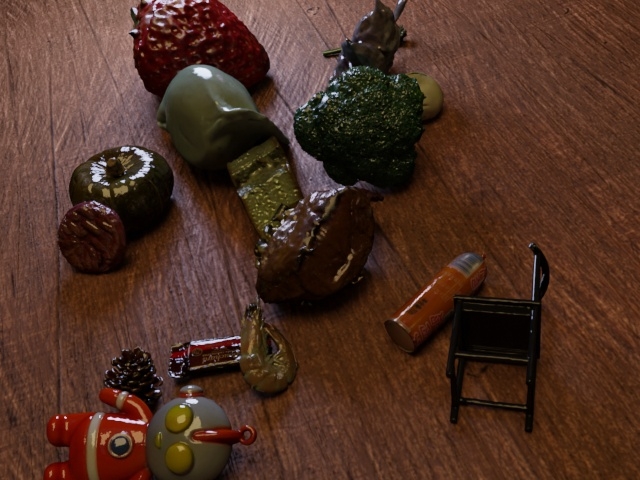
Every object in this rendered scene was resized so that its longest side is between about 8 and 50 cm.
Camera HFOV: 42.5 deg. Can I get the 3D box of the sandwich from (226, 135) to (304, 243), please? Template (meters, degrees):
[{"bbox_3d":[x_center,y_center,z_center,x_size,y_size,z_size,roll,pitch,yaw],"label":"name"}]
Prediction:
[{"bbox_3d":[-0.093,-0.083,1.632,0.122,0.128,0.236,-26,44,-2],"label":"sandwich"}]

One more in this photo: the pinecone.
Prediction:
[{"bbox_3d":[-0.311,0.232,1.369,0.102,0.109,0.102,10,46,-11],"label":"pinecone"}]

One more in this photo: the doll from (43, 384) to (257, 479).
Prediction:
[{"bbox_3d":[-0.262,0.317,1.268,0.336,0.105,0.200,-6,66,8],"label":"doll"}]

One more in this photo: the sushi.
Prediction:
[{"bbox_3d":[-0.003,0.002,1.501,0.296,0.166,0.179,-62,17,-11],"label":"sushi"}]

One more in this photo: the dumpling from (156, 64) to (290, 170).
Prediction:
[{"bbox_3d":[-0.228,-0.250,1.787,0.211,0.270,0.321,-39,52,3],"label":"dumpling"}]

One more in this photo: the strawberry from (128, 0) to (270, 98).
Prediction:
[{"bbox_3d":[-0.303,-0.482,1.984,0.309,0.292,0.292,-16,43,6],"label":"strawberry"}]

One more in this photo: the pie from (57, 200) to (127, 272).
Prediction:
[{"bbox_3d":[-0.452,-0.004,1.631,0.154,0.155,0.036,2,16,15],"label":"pie"}]

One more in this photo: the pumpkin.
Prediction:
[{"bbox_3d":[-0.422,-0.112,1.714,0.218,0.162,0.219,-3,46,4],"label":"pumpkin"}]

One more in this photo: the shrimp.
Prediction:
[{"bbox_3d":[-0.092,0.174,1.396,0.099,0.041,0.180,-2,59,-17],"label":"shrimp"}]

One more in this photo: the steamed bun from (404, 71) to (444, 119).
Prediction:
[{"bbox_3d":[0.206,-0.321,1.828,0.129,0.091,0.112,17,53,27],"label":"steamed bun"}]

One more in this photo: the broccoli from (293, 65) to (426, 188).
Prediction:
[{"bbox_3d":[0.083,-0.236,1.699,0.269,0.254,0.269,14,15,-4],"label":"broccoli"}]

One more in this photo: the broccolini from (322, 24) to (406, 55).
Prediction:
[{"bbox_3d":[0.110,-0.501,2.074,0.218,0.042,0.044,-9,43,7],"label":"broccolini"}]

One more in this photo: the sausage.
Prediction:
[{"bbox_3d":[0.212,0.094,1.417,0.234,0.071,0.071,-40,50,-25],"label":"sausage"}]

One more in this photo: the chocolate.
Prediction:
[{"bbox_3d":[-0.174,0.199,1.430,0.182,0.028,0.086,-11,41,-2],"label":"chocolate"}]

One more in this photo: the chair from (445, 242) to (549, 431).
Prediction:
[{"bbox_3d":[0.281,0.144,1.291,0.141,0.155,0.260,3,48,16],"label":"chair"}]

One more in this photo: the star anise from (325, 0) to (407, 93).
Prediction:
[{"bbox_3d":[0.120,-0.419,1.863,0.139,0.316,0.360,28,94,1],"label":"star anise"}]
